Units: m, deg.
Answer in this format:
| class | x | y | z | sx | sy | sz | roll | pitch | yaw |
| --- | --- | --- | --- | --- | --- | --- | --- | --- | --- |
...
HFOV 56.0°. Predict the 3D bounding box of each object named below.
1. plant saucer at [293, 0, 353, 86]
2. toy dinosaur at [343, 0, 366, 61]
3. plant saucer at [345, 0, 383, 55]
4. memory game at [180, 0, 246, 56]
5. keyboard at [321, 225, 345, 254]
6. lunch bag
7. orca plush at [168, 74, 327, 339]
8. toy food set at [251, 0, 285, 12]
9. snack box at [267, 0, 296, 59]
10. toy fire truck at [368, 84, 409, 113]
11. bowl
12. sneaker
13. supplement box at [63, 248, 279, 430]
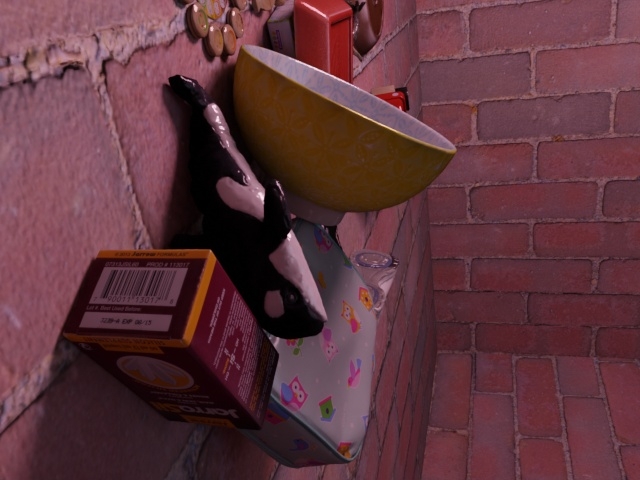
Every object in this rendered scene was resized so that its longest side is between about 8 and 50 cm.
| class | x | y | z | sx | sy | sz | roll | pitch | yaw |
| --- | --- | --- | --- | --- | --- | --- | --- | --- | --- |
| plant saucer | 0.015 | -0.261 | 0.974 | 0.259 | 0.047 | 0.259 | -61 | 152 | -63 |
| toy dinosaur | 0.053 | -0.432 | 1.228 | 0.268 | 0.064 | 0.118 | -44 | 138 | -71 |
| plant saucer | 0.108 | -0.606 | 1.444 | 0.310 | 0.050 | 0.311 | 0 | 90 | -74 |
| memory game | -0.123 | -0.303 | 0.686 | 0.186 | 0.012 | 0.186 | -1 | 90 | -74 |
| keyboard | 0.000 | 0.000 | 0.999 | 0.100 | 0.038 | 0.192 | 32 | 40 | -47 |
| lunch bag | -0.030 | 0.116 | 0.749 | 0.224 | 0.107 | 0.279 | 47 | 36 | -33 |
| orca plush | -0.101 | -0.025 | 0.591 | 0.287 | 0.102 | 0.151 | 68 | -22 | 1 |
| toy food set | -0.075 | -0.367 | 0.848 | 0.122 | 0.019 | 0.078 | -49 | 136 | -55 |
| snack box | -0.040 | -0.288 | 0.925 | 0.100 | 0.037 | 0.141 | -72 | 157 | -46 |
| toy fire truck | 0.145 | -0.216 | 1.422 | 0.246 | 0.158 | 0.217 | -88 | 168 | -50 |
| bowl | 0.006 | -0.113 | 0.762 | 0.156 | 0.289 | 0.289 | -63 | 172 | 20 |
| sneaker | 0.097 | 0.116 | 1.316 | 0.297 | 0.110 | 0.129 | -56 | 158 | -57 |
| supplement box | -0.116 | 0.092 | 0.524 | 0.188 | 0.104 | 0.081 | 68 | 27 | -51 |
